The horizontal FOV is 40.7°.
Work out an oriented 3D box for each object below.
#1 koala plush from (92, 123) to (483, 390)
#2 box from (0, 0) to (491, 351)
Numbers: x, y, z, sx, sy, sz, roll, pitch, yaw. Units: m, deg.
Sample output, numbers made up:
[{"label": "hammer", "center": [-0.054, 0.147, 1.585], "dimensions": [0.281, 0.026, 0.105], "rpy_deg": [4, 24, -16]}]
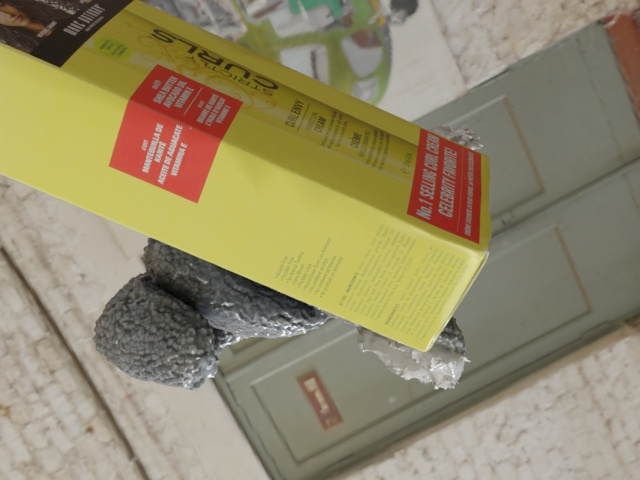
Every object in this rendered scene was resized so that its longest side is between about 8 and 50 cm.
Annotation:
[{"label": "koala plush", "center": [0.000, 0.000, 0.576], "dimensions": [0.203, 0.221, 0.196], "rpy_deg": [8, -96, -62]}, {"label": "box", "center": [-0.046, -0.041, 0.355], "dimensions": [0.232, 0.058, 0.087], "rpy_deg": [24, -147, -4]}]
